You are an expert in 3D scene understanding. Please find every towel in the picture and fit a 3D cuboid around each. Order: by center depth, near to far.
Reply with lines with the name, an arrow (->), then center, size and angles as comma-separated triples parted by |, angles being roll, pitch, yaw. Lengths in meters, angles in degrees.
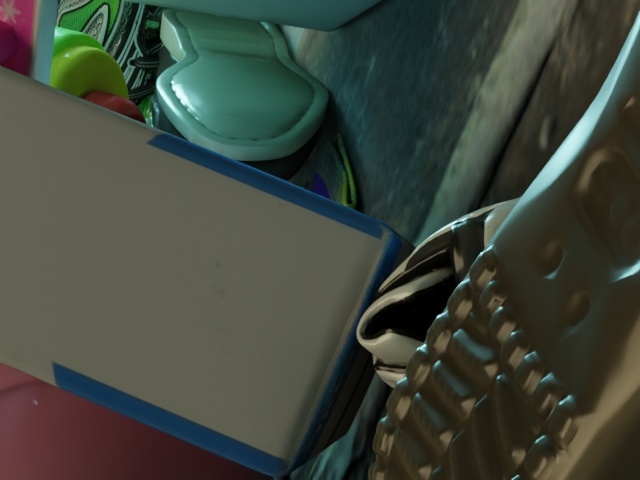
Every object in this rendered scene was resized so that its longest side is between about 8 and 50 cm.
towel -> 0.000, 0.000, 0.860 | 0.060, 0.009, 0.083 | -103, 25, -50

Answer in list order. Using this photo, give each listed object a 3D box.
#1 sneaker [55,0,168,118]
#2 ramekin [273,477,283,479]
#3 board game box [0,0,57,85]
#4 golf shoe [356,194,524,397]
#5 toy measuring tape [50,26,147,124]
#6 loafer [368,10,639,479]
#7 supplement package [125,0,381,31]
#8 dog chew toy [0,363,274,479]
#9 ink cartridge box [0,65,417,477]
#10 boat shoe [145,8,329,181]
sneaker -> -0.102, -0.159, 1.126 | 0.146, 0.134, 0.343 | 54, 144, 9
ramekin -> -0.115, 0.175, 0.977 | 0.273, 0.127, 0.272 | -174, 90, -74
board game box -> -0.251, -0.248, 0.685 | 0.050, 0.390, 0.390 | -35, -36, -49
golf shoe -> 0.047, 0.023, 0.559 | 0.186, 0.086, 0.067 | 129, 141, -64
toy measuring tape -> -0.123, -0.032, 0.925 | 0.330, 0.121, 0.121 | 41, -130, -71
loafer -> 0.108, -0.014, 0.367 | 0.268, 0.092, 0.102 | -54, 31, 30
supplement package -> -0.013, -0.160, 0.795 | 0.179, 0.105, 0.105 | 165, 110, -72
dog chew toy -> -0.095, 0.150, 0.752 | 0.206, 0.207, 0.331 | 114, 150, -47
ink cartridge box -> -0.050, 0.011, 0.648 | 0.203, 0.148, 0.085 | 31, -99, -83
boat shoe -> -0.045, -0.057, 0.920 | 0.227, 0.081, 0.068 | -107, 24, -69
